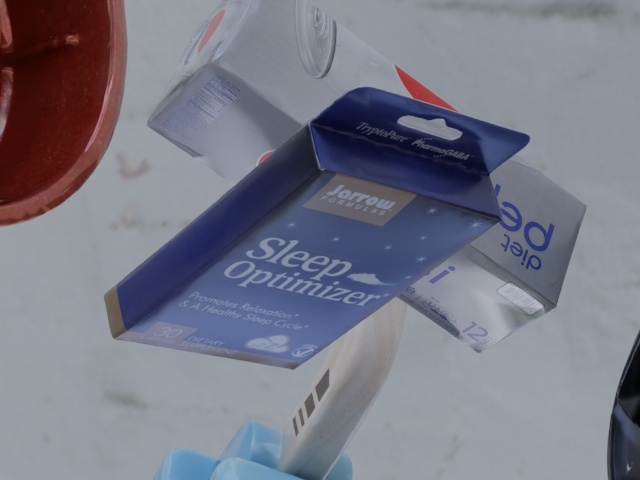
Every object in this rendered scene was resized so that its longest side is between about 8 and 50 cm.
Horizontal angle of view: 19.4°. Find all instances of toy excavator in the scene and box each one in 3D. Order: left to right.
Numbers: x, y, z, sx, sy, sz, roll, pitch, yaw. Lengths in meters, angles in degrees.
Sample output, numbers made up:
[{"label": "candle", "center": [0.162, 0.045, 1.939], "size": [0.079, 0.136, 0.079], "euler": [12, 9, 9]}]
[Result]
[{"label": "toy excavator", "center": [-0.018, 0.200, 1.503], "size": [0.222, 0.433, 0.445], "euler": [24, -55, -15]}]

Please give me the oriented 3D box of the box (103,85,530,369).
[{"label": "box", "center": [0.000, 0.000, 1.029], "size": [0.225, 0.136, 0.036], "euler": [-39, -128, 36]}]

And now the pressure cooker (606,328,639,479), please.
[{"label": "pressure cooker", "center": [0.387, 0.092, 1.156], "size": [0.420, 0.370, 0.375], "euler": [7, -79, 38]}]

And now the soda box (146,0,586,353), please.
[{"label": "soda box", "center": [0.035, -0.050, 1.243], "size": [0.286, 0.098, 0.091], "euler": [35, -39, -15]}]

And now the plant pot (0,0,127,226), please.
[{"label": "plant pot", "center": [-0.284, -0.105, 0.916], "size": [0.265, 0.272, 0.272], "euler": [-17, -75, 32]}]
